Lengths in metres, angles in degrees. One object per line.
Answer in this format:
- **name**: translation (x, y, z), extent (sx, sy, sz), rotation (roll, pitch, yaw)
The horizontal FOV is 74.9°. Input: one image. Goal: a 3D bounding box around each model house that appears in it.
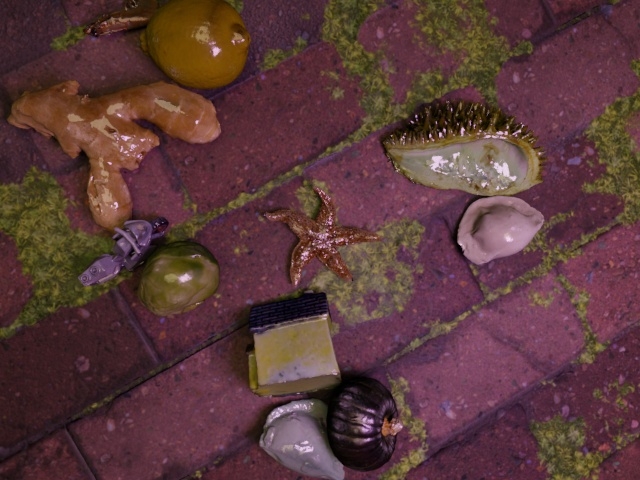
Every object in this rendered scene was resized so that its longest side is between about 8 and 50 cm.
- **model house**: translation (-0.064, 0.226, 0.935), extent (0.193, 0.170, 0.212), rotation (-12, 63, 1)

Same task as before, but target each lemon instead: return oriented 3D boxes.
- **lemon**: translation (-0.260, -0.413, 0.879), extent (0.248, 0.184, 0.184), rotation (4, 89, 11)

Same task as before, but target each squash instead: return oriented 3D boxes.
- **squash**: translation (0.093, 0.398, 0.910), extent (0.155, 0.193, 0.193), rotation (26, 87, 36)

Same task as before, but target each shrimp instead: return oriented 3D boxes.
- **shrimp**: translation (-0.455, -0.524, 0.933), extent (0.178, 0.034, 0.124), rotation (-21, 89, -7)

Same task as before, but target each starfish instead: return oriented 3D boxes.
- **starfish**: translation (0.000, 0.000, 0.961), extent (0.277, 0.062, 0.236), rotation (12, 90, -7)

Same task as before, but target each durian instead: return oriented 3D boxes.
- **durian**: translation (0.342, -0.221, 0.993), extent (0.394, 0.163, 0.198), rotation (3, 128, -1)

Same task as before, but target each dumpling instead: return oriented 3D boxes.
- **dumpling**: translation (-0.024, 0.446, 0.933), extent (0.216, 0.105, 0.149), rotation (34, 87, -4)
- **dumpling**: translation (0.415, -0.036, 0.982), extent (0.181, 0.111, 0.155), rotation (-28, 71, -27)

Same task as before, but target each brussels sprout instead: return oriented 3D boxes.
- **brussels sprout**: translation (-0.309, 0.078, 0.896), extent (0.183, 0.145, 0.131), rotation (-23, 65, -10)

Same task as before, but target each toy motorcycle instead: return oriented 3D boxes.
- **toy motorcycle**: translation (-0.418, 0.026, 0.889), extent (0.215, 0.122, 0.080), rotation (-41, 89, -4)

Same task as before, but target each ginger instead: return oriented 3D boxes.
- **ginger**: translation (-0.444, -0.248, 0.891), extent (0.348, 0.122, 0.363), rotation (44, 96, -12)
